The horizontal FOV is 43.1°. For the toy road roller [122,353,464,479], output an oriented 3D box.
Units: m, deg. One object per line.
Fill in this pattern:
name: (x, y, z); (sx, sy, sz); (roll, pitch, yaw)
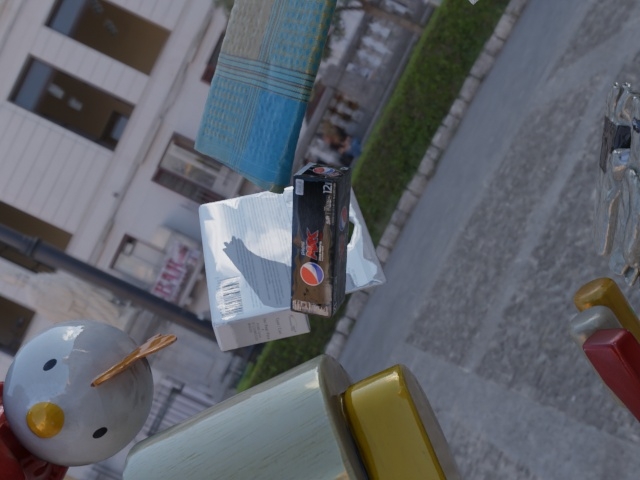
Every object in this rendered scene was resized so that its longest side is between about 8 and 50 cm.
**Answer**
toy road roller: (0.027, 0.252, 0.484); (0.202, 0.330, 0.240); (-26, -21, 8)

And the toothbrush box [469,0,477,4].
toothbrush box: (0.178, -0.435, 0.899); (0.206, 0.122, 0.283); (-36, 45, 23)

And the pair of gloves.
pair of gloves: (0.340, -0.064, 0.886); (0.240, 0.042, 0.204); (-60, -28, -71)

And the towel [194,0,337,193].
towel: (-0.072, -0.276, 1.178); (0.271, 0.040, 0.370); (33, 109, 52)

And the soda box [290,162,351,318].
soda box: (0.000, 0.000, 0.930); (0.060, 0.053, 0.169); (-47, -37, -63)

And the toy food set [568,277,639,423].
toy food set: (0.278, 0.087, 0.611); (0.111, 0.105, 0.232); (-37, 6, -23)

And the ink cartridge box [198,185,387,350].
ink cartridge box: (-0.051, 0.023, 1.283); (0.296, 0.261, 0.066); (-106, 4, -50)

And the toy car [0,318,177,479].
toy car: (-0.214, 0.138, 0.613); (0.238, 0.219, 0.210); (-37, 2, 11)
